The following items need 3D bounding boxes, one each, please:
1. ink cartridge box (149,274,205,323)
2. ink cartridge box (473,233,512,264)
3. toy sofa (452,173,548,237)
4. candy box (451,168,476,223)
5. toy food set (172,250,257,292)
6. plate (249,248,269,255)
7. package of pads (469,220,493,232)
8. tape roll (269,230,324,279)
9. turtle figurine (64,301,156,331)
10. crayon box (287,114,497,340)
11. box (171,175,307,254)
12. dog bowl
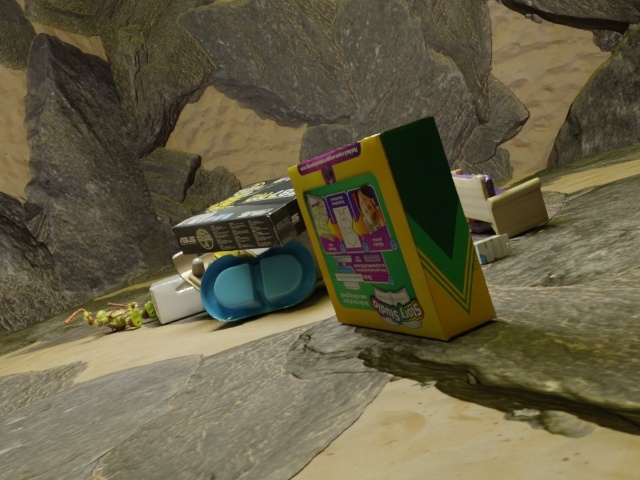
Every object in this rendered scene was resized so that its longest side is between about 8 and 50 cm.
[{"bbox_3d":[-0.421,0.164,2.066,0.207,0.117,0.283,-17,4,-13],"label":"ink cartridge box"},{"bbox_3d":[0.371,0.018,1.431,0.083,0.048,0.028,-17,5,-20],"label":"ink cartridge box"},{"bbox_3d":[0.445,-0.125,1.798,0.150,0.177,0.362,-21,12,-11],"label":"toy sofa"},{"bbox_3d":[0.410,-0.138,2.310,0.088,0.182,0.316,-19,5,-15],"label":"candy box"},{"bbox_3d":[-0.230,0.074,1.809,0.220,0.092,0.306,-28,44,-35],"label":"toy food set"},{"bbox_3d":[-0.164,0.055,2.184,0.277,0.045,0.278,-27,-28,28],"label":"plate"},{"bbox_3d":[0.470,-0.043,1.911,0.050,0.031,0.083,-14,5,-2],"label":"package of pads"},{"bbox_3d":[0.000,0.000,1.844,0.287,0.100,0.286,8,25,-4],"label":"tape roll"},{"bbox_3d":[-0.648,0.247,2.087,0.218,0.087,0.270,-5,1,29],"label":"turtle figurine"},{"bbox_3d":[0.099,-0.010,1.093,0.106,0.312,0.363,-22,7,-23],"label":"crayon box"},{"bbox_3d":[-0.147,-0.075,1.710,0.395,0.097,0.318,-5,24,44],"label":"box"},{"bbox_3d":[-0.142,0.103,1.596,0.298,0.165,0.074,-16,-19,14],"label":"dog bowl"}]
